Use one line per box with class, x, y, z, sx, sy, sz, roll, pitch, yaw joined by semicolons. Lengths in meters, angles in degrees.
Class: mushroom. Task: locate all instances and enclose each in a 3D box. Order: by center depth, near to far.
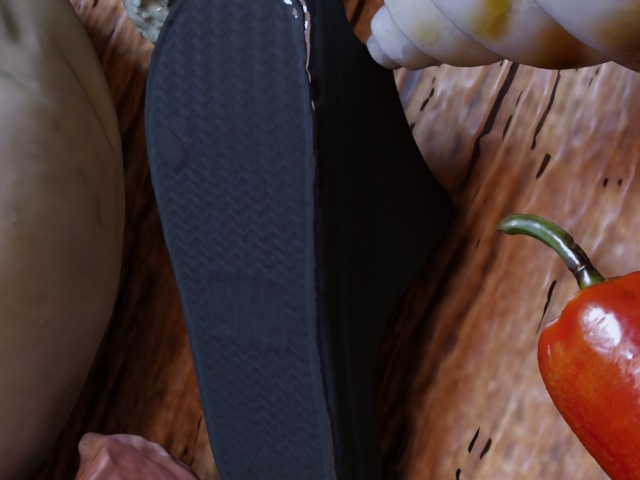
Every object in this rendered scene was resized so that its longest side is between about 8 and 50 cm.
mushroom;-0.277;-0.007;0.727;0.325;0.353;0.353;-174;96;-72

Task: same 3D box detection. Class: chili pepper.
chili pepper;0.139;0.078;0.494;0.272;0.063;0.071;50;129;33

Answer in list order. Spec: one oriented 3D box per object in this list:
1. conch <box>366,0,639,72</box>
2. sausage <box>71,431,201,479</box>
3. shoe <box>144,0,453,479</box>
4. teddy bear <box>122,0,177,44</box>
conch;0.130;-0.130;0.476;0.275;0.148;0.182;-11;40;16
sausage;-0.129;0.205;0.639;0.254;0.148;0.148;-55;51;17
shoe;0.000;0.000;0.619;0.108;0.093;0.241;9;110;46
teddy bear;-0.036;-0.187;0.670;0.213;0.111;0.133;-95;9;-49
